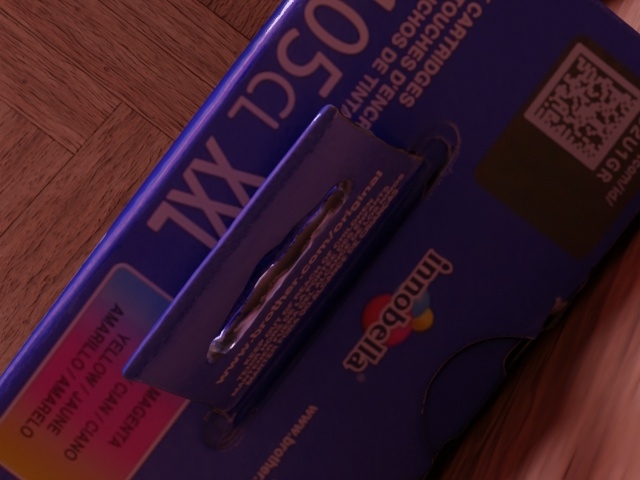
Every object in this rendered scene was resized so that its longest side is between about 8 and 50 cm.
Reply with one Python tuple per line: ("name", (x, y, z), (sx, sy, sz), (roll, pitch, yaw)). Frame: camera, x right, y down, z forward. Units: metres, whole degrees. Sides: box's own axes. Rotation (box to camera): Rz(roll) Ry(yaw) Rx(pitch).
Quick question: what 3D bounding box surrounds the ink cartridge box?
("ink cartridge box", (0.000, 0.000, 0.523), (0.270, 0.151, 0.395), (-52, 7, 4))
